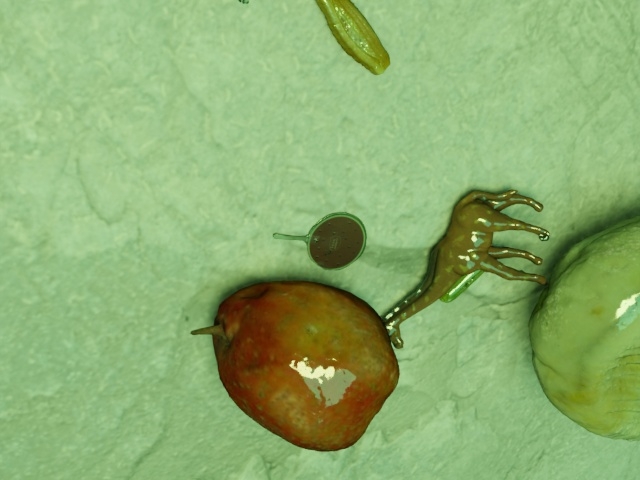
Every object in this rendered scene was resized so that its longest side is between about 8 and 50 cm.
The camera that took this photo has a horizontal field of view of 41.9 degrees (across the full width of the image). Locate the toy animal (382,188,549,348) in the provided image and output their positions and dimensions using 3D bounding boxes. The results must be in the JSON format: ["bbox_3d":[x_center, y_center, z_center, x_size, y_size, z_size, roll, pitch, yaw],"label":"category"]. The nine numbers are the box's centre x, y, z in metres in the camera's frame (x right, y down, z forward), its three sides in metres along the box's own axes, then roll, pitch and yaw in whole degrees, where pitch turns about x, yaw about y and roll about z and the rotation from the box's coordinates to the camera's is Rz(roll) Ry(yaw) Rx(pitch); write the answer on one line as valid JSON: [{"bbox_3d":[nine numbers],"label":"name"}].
[{"bbox_3d":[0.189,0.042,1.142,0.229,0.066,0.224,0,104,2],"label":"toy animal"}]

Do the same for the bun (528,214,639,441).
[{"bbox_3d":[0.438,0.096,1.171,0.365,0.219,0.365,-18,130,-23],"label":"bun"}]

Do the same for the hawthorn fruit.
[{"bbox_3d":[-0.039,0.138,1.036,0.262,0.210,0.210,28,102,-21],"label":"hawthorn fruit"}]

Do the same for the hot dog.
[{"bbox_3d":[0.033,-0.248,0.977,0.137,0.028,0.044,45,68,-33],"label":"hot dog"}]

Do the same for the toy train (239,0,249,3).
[{"bbox_3d":[-0.046,-0.358,0.865,0.136,0.091,0.228,-1,114,-31],"label":"toy train"}]

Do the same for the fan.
[{"bbox_3d":[0.000,0.000,1.095,0.133,0.005,0.085,5,113,-23],"label":"fan"}]

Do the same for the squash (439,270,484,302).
[{"bbox_3d":[0.200,0.056,1.181,0.083,0.027,0.027,-45,120,6],"label":"squash"}]
